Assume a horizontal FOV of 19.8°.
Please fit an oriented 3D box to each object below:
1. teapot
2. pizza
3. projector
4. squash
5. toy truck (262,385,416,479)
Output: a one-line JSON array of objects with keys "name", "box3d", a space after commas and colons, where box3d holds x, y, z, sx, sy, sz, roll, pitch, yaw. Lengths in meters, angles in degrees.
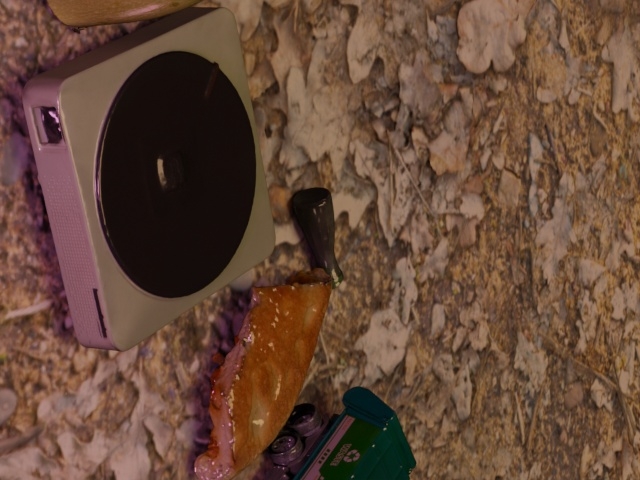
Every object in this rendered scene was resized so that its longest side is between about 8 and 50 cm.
[{"name": "teapot", "box3d": [0.000, 0.000, 1.959, 0.043, 0.043, 0.111, -43, 131, -44]}, {"name": "pizza", "box3d": [-0.060, 0.131, 1.874, 0.134, 0.056, 0.271, 46, 59, -49]}, {"name": "projector", "box3d": [-0.156, -0.062, 1.694, 0.259, 0.079, 0.257, -33, 120, -48]}, {"name": "squash", "box3d": [-0.148, -0.253, 1.601, 0.123, 0.186, 0.123, 7, 81, -54]}, {"name": "toy truck", "box3d": [0.000, 0.264, 1.921, 0.253, 0.124, 0.114, -53, 131, -40]}]
